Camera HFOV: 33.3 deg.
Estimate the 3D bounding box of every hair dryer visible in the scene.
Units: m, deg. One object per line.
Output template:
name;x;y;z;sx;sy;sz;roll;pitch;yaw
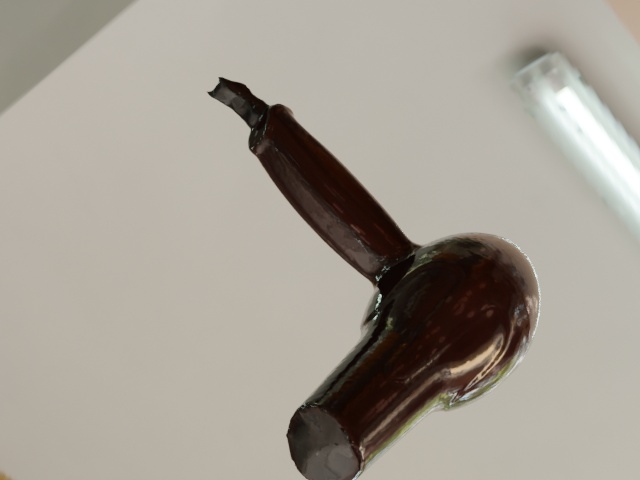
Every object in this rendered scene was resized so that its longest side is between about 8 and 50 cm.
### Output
hair dryer;0.000;0.000;0.818;0.340;0.123;0.312;46;-145;13
